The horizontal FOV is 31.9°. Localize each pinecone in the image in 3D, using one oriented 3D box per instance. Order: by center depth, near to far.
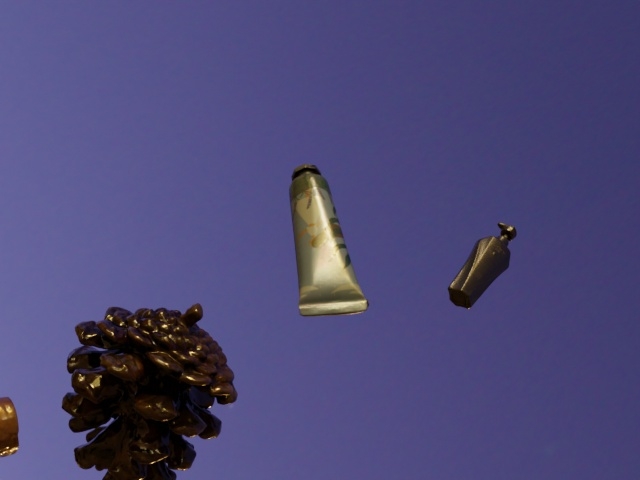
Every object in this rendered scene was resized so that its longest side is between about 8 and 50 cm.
[{"bbox_3d":[-0.248,0.217,1.565,0.244,0.244,0.309,27,-72,22],"label":"pinecone"}]

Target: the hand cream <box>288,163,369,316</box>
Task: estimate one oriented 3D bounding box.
[{"bbox_3d":[0.000,0.000,1.470,0.088,0.256,0.055,-2,-42,-9],"label":"hand cream"}]

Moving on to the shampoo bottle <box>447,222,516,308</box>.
[{"bbox_3d":[0.191,0.027,1.298,0.048,0.137,0.027,44,-40,0],"label":"shampoo bottle"}]

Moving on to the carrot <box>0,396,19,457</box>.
[{"bbox_3d":[-0.625,0.323,1.748,0.139,0.302,0.138,4,-85,54],"label":"carrot"}]
